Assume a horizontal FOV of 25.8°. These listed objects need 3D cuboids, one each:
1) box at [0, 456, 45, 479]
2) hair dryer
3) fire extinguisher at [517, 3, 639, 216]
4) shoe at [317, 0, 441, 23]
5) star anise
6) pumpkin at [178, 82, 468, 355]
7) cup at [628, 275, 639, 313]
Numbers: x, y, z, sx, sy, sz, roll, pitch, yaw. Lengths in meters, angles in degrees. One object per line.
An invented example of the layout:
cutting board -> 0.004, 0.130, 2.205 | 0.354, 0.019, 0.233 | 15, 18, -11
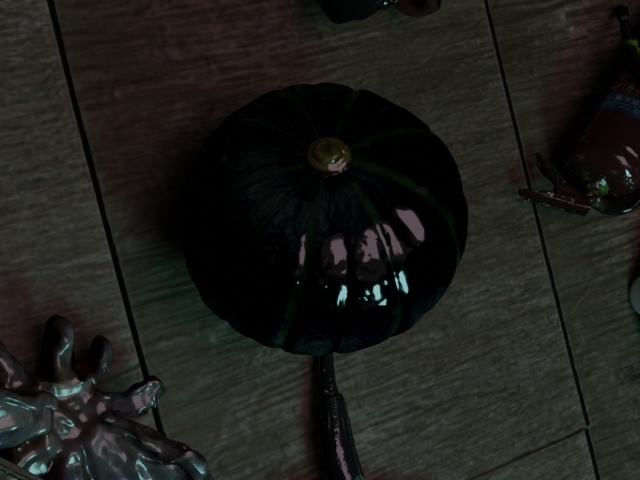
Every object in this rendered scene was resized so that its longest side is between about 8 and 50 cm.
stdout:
box -> -0.306, 0.262, 0.919 | 0.220, 0.166, 0.291 | 25, 54, -4
hair dryer -> 0.042, 0.202, 1.302 | 0.195, 0.075, 0.219 | -9, 82, -46
fire extinguisher -> 0.336, -0.150, 1.530 | 0.141, 0.105, 0.341 | 29, 62, 14
shoe -> 0.016, -0.271, 1.309 | 0.291, 0.114, 0.137 | 3, 88, -39
star anise -> -0.196, 0.165, 1.100 | 0.257, 0.110, 0.198 | 49, 60, -13
pumpkin -> 0.000, 0.000, 1.215 | 0.248, 0.248, 0.248 | 5, 81, -35
cup -> 0.528, 0.048, 1.545 | 0.289, 0.257, 0.219 | -42, 113, -32
